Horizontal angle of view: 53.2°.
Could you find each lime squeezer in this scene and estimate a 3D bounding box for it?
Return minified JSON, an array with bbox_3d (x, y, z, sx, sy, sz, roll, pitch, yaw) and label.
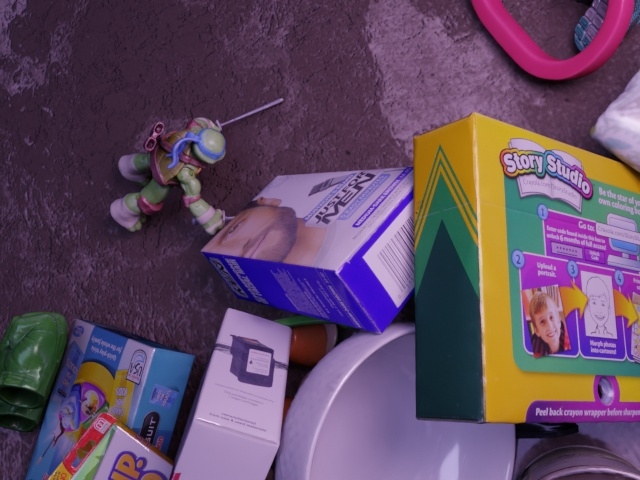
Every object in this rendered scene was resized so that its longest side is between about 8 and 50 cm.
[{"bbox_3d":[0.048,0.061,0.955,0.110,0.059,0.310,39,68,16],"label":"lime squeezer"}]

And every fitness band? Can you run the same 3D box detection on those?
[{"bbox_3d":[0.326,-0.366,0.918,0.054,0.209,0.291,-12,61,-31],"label":"fitness band"}]

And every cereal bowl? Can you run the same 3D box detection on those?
[{"bbox_3d":[0.081,0.262,0.790,0.141,0.339,0.339,5,76,55],"label":"cereal bowl"}]

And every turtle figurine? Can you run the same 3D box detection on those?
[{"bbox_3d":[-0.208,-0.102,1.078,0.266,0.275,0.197,-14,95,36],"label":"turtle figurine"}]

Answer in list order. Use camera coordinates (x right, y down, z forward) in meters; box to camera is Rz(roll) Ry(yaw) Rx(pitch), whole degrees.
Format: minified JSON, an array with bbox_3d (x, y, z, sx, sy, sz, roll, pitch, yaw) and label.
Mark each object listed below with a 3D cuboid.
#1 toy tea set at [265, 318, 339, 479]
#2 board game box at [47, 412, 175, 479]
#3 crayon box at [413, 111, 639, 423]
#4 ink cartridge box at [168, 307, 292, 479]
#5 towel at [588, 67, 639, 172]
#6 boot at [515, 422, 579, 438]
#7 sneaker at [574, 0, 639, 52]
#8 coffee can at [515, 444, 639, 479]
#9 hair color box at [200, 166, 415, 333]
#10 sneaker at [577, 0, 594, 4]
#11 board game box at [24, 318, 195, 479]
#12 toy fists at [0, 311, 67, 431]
[{"bbox_3d":[-0.009,0.278,0.933,0.200,0.124,0.336,7,82,50],"label":"toy tea set"},{"bbox_3d":[-0.230,0.356,0.861,0.259,0.039,0.124,37,80,-2],"label":"board game box"},{"bbox_3d":[0.276,0.050,0.748,0.106,0.363,0.313,-19,65,54],"label":"crayon box"},{"bbox_3d":[-0.112,0.222,0.797,0.100,0.237,0.172,19,112,-7],"label":"ink cartridge box"},{"bbox_3d":[0.566,-0.176,0.765,0.320,0.090,0.374,38,83,18],"label":"towel"},{"bbox_3d":[0.278,0.216,0.865,0.121,0.045,0.099,-10,78,23],"label":"boot"},{"bbox_3d":[0.428,-0.338,0.896,0.076,0.166,0.065,-7,56,-23],"label":"sneaker"},{"bbox_3d":[0.303,0.338,0.703,0.201,0.275,0.201,-4,76,18],"label":"coffee can"},{"bbox_3d":[0.000,0.000,0.858,0.185,0.110,0.339,-47,26,-24],"label":"hair color box"},{"bbox_3d":[0.460,-0.405,0.932,0.271,0.100,0.108,20,75,16],"label":"sneaker"},{"bbox_3d":[-0.341,0.310,0.986,0.254,0.079,0.336,6,78,44],"label":"board game box"},{"bbox_3d":[-0.472,0.204,1.028,0.096,0.279,0.142,19,54,-16],"label":"toy fists"}]
